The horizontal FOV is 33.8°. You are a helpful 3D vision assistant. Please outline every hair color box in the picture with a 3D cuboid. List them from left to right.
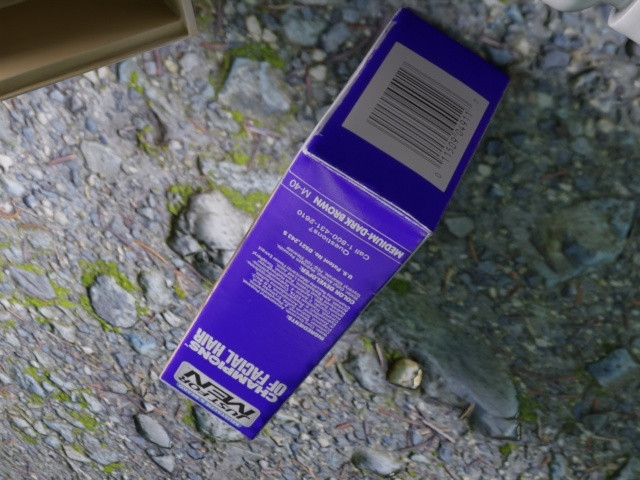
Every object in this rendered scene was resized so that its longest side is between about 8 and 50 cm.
[{"bbox_3d":[0.000,0.000,0.836,0.110,0.185,0.339,33,139,-1],"label":"hair color box"}]

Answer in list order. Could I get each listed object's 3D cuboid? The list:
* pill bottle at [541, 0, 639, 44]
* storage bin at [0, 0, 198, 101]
[{"bbox_3d":[0.130,-0.208,0.599,0.221,0.121,0.121,32,139,-1],"label":"pill bottle"},{"bbox_3d":[-0.245,-0.233,0.690,0.123,0.260,0.262,52,158,45],"label":"storage bin"}]
